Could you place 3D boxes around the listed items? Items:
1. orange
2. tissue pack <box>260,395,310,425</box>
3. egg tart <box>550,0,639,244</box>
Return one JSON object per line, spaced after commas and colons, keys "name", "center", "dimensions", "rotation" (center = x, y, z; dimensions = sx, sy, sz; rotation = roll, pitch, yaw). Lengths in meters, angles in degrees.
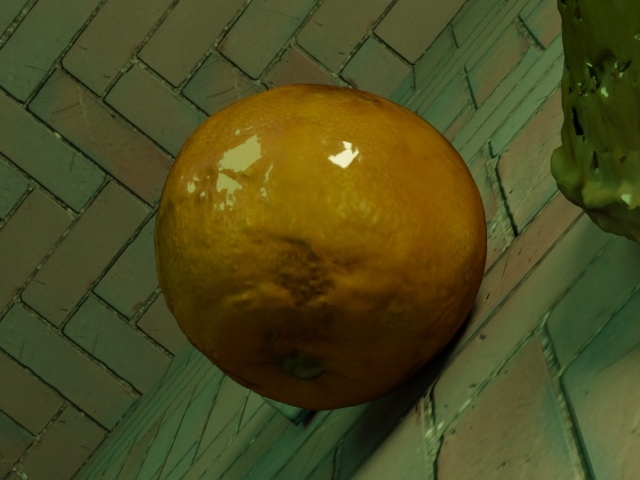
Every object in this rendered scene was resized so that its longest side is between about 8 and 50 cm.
{"name": "orange", "center": [0.000, 0.000, 1.158], "dimensions": [0.261, 0.261, 0.261], "rotation": [-51, 6, 8]}
{"name": "tissue pack", "center": [0.026, 0.044, 1.478], "dimensions": [0.263, 0.089, 0.177], "rotation": [-52, 8, 1]}
{"name": "egg tart", "center": [0.255, -0.198, 0.813], "dimensions": [0.443, 0.178, 0.443], "rotation": [-50, 8, 10]}
